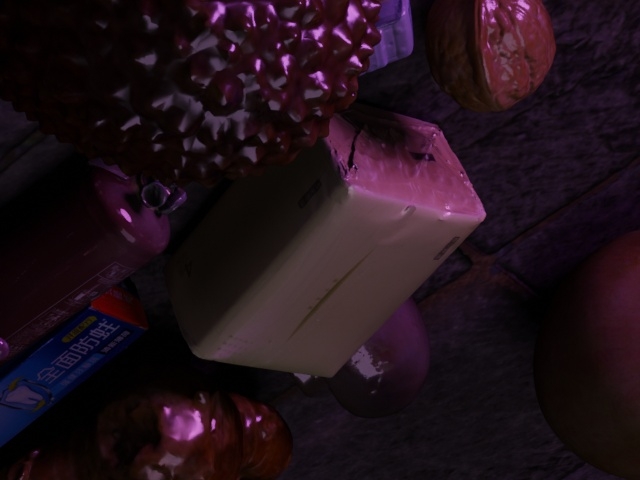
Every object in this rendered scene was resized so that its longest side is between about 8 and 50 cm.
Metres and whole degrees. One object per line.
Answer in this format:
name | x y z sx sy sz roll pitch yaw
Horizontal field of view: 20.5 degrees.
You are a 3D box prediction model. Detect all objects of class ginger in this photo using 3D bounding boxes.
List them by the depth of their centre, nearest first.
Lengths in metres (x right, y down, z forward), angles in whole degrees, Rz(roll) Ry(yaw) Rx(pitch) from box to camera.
ginger | -0.186 0.238 1.702 0.357 0.152 0.274 -38 162 22

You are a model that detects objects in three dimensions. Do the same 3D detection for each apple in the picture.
apple | 0.333 0.114 1.738 0.256 0.257 0.234 -3 171 -25

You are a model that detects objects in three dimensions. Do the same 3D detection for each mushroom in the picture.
mushroom | 0.040 0.106 1.683 0.141 0.117 0.188 -36 140 0

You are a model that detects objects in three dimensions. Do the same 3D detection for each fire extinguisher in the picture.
fire extinguisher | -0.204 0.005 1.424 0.269 0.105 0.105 -35 143 18

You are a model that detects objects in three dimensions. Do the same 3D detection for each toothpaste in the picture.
toothpaste | -0.293 0.133 1.567 0.320 0.066 0.076 -39 142 22

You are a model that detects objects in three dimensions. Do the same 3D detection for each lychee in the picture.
lychee | -0.094 -0.154 1.129 0.267 0.267 0.267 -15 145 -11

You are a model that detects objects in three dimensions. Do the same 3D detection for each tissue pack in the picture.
tissue pack | 0.000 0.000 1.492 0.159 0.125 0.234 12 132 -39

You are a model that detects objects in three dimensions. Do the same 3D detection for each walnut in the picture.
walnut | 0.131 -0.156 1.381 0.105 0.105 0.124 -23 139 1

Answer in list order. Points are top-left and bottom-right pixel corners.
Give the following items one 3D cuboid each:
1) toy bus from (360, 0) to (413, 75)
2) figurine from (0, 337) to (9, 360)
toy bus | -0.021 -0.149 1.327 0.190 0.075 0.064 -19 144 -3
figurine | -0.373 0.079 1.363 0.260 0.103 0.205 -3 115 11
